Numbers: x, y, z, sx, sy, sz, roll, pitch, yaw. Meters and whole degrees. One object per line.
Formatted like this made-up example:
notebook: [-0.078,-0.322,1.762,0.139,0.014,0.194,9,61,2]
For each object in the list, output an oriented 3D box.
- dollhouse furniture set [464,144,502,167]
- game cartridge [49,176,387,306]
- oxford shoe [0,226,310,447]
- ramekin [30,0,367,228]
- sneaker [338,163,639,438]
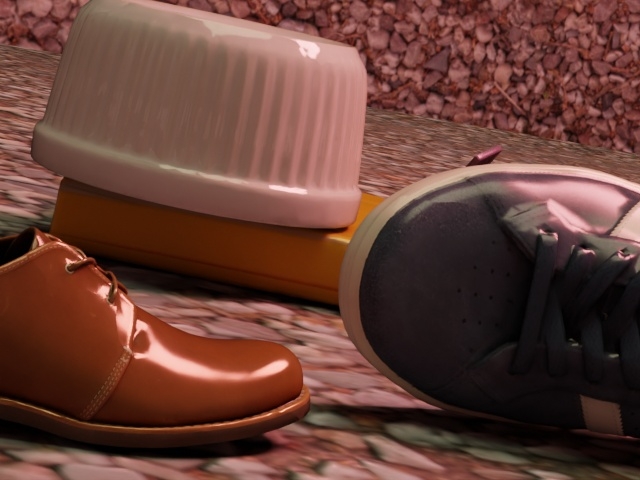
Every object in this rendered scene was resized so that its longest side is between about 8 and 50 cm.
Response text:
dollhouse furniture set: [0.129,-0.015,1.586,0.114,0.091,0.081,-25,74,-40]
game cartridge: [0.000,0.000,1.175,0.323,0.053,0.285,14,8,0]
oxford shoe: [-0.093,0.036,0.679,0.212,0.076,0.076,9,6,-29]
ramekin: [-0.068,-0.084,1.076,0.207,0.109,0.207,12,8,-2]
sneaker: [0.186,0.045,0.810,0.350,0.131,0.148,9,4,-19]
